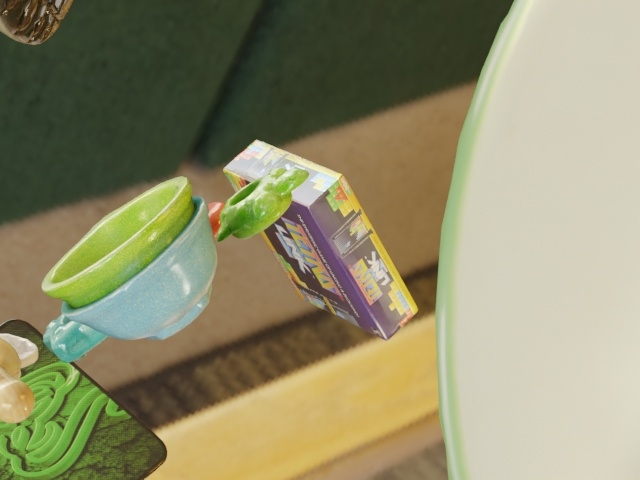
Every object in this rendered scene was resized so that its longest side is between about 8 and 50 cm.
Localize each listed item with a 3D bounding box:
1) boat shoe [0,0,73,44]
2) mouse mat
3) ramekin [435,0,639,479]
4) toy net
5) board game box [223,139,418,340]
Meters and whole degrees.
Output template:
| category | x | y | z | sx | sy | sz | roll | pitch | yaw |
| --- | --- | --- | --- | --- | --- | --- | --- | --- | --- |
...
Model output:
| category | x | y | z | sx | sy | sz | roll | pitch | yaw |
| --- | --- | --- | --- | --- | --- | --- | --- | --- | --- |
| boat shoe | -0.234 | -0.229 | 1.188 | 0.120 | 0.324 | 0.123 | 25 | 79 | 15 |
| mouse mat | -0.212 | 0.145 | 1.226 | 0.152 | 0.007 | 0.189 | 39 | 52 | 16 |
| ramekin | 0.170 | 0.017 | 0.372 | 0.303 | 0.303 | 0.148 | 50 | 22 | 25 |
| toy net | -0.112 | 0.027 | 0.771 | 0.045 | 0.232 | 0.122 | 51 | 39 | -15 |
| board game box | 0.000 | 0.000 | 1.714 | 0.048 | 0.170 | 0.141 | -42 | 35 | -17 |
